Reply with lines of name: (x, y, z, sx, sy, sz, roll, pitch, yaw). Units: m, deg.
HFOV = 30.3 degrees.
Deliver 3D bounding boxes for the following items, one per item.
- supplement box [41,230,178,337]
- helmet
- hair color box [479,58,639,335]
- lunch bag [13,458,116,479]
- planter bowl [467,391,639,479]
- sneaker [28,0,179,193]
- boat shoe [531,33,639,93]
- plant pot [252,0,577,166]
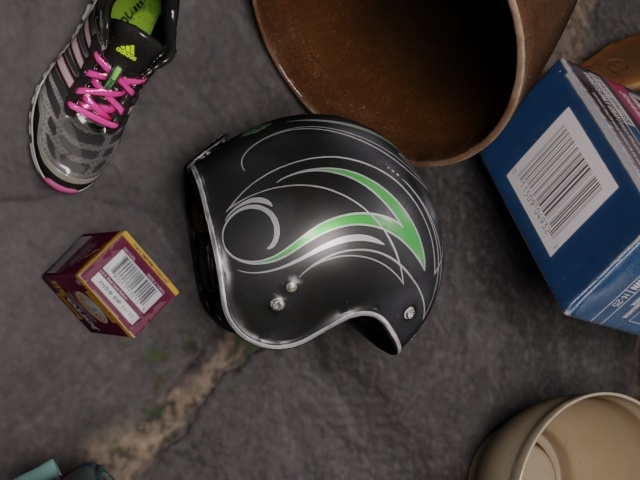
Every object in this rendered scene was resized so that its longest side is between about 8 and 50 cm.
supplement box: (-0.136, 0.028, 0.755, 0.043, 0.083, 0.055, -47, 109, -22)
helmet: (0.000, 0.000, 0.788, 0.161, 0.169, 0.170, -11, 93, -12)
hair color box: (0.304, -0.003, 0.917, 0.347, 0.105, 0.174, 16, 38, -35)
lunch bag: (-0.114, 0.233, 0.649, 0.107, 0.279, 0.224, -32, 92, -14)
planter bowl: (0.182, 0.193, 0.907, 0.162, 0.109, 0.162, 1, 87, -28)
sneaker: (-0.136, -0.113, 0.767, 0.063, 0.074, 0.170, 28, 75, -25)
boat shoe: (0.245, -0.118, 0.987, 0.207, 0.073, 0.073, -20, 134, -25)
plant pot: (0.104, -0.201, 0.848, 0.230, 0.215, 0.215, -42, 107, -38)
